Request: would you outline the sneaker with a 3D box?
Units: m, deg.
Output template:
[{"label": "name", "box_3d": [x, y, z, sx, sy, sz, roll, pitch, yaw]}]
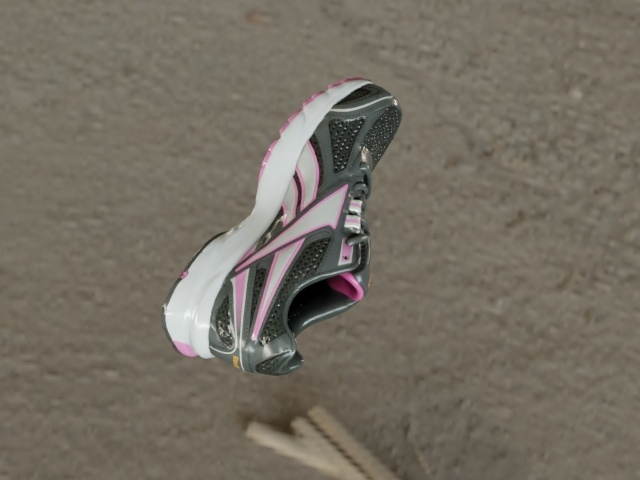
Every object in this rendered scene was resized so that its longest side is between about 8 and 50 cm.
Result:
[{"label": "sneaker", "box_3d": [0.000, 0.000, 0.801, 0.077, 0.072, 0.178, 25, 70, 23]}]
